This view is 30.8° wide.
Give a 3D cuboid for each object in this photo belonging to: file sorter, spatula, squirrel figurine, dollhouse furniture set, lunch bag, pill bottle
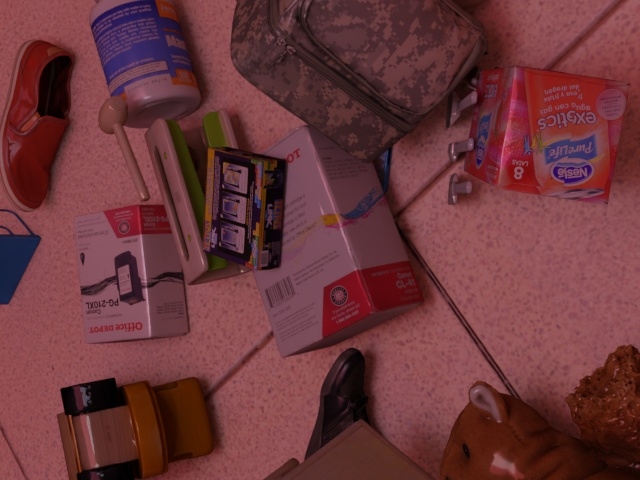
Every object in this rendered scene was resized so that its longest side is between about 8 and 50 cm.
[{"bbox_3d":[-0.659,0.032,2.308,0.104,0.118,0.170,44,115,31],"label":"file sorter"},{"bbox_3d":[0.194,-0.135,1.643,0.019,0.242,0.168,4,91,0],"label":"spatula"},{"bbox_3d":[0.357,0.314,1.538,0.397,0.281,0.370,-47,54,11],"label":"squirrel figurine"},{"bbox_3d":[-0.002,0.491,1.675,0.362,0.256,0.394,37,136,27],"label":"dollhouse furniture set"},{"bbox_3d":[0.054,-0.297,1.640,0.256,0.305,0.212,-39,31,30],"label":"lunch bag"},{"bbox_3d":[-0.315,-0.346,2.030,0.152,0.152,0.272,-24,77,34],"label":"pill bottle"},{"bbox_3d":[0.205,-0.225,1.703,0.114,0.081,0.091,32,109,31],"label":"dollhouse furniture set"}]

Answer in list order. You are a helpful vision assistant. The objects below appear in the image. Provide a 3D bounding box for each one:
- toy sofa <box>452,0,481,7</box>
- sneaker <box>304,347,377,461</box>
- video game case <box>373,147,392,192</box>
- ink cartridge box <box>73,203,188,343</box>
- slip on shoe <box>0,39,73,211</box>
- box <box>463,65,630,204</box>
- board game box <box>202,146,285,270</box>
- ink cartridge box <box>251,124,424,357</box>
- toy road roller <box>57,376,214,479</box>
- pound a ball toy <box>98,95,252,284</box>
[{"bbox_3d":[0.073,-0.422,1.767,0.363,0.177,0.150,-14,52,35],"label":"toy sofa"},{"bbox_3d":[0.058,0.285,1.821,0.130,0.087,0.227,22,107,31],"label":"sneaker"},{"bbox_3d":[0.062,-0.165,1.848,0.119,0.015,0.166,10,96,35],"label":"video game case"},{"bbox_3d":[-0.341,0.063,2.088,0.172,0.100,0.237,-9,86,36],"label":"ink cartridge box"},{"bbox_3d":[-0.538,-0.217,2.219,0.101,0.123,0.331,10,92,31],"label":"slip on shoe"},{"bbox_3d":[0.282,-0.140,1.507,0.142,0.300,0.154,8,98,-1],"label":"box"},{"bbox_3d":[-0.120,-0.051,1.796,0.141,0.048,0.170,18,108,46],"label":"board game box"},{"bbox_3d":[0.000,0.000,1.807,0.226,0.131,0.306,-29,74,43],"label":"ink cartridge box"},{"bbox_3d":[-0.328,0.340,2.059,0.329,0.241,0.202,147,112,-71],"label":"toy road roller"},{"bbox_3d":[-0.240,-0.086,1.948,0.136,0.208,0.319,-36,70,60],"label":"pound a ball toy"}]
